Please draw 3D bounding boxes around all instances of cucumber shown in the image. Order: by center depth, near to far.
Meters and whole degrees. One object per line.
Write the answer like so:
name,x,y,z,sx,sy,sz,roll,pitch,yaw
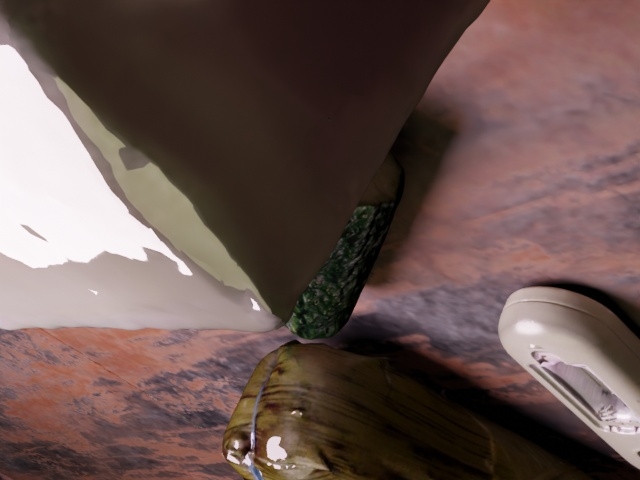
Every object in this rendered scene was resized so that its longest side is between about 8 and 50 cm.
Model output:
cucumber,0.001,0.001,0.680,0.075,0.074,0.241,22,155,5

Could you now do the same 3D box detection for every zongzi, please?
zongzi,0.131,0.200,0.838,0.361,0.159,0.323,1,146,41

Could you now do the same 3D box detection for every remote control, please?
remote control,0.196,0.101,0.732,0.078,0.042,0.221,-8,139,47

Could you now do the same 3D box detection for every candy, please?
candy,-0.109,-0.078,0.479,0.359,0.208,0.145,-5,136,47
